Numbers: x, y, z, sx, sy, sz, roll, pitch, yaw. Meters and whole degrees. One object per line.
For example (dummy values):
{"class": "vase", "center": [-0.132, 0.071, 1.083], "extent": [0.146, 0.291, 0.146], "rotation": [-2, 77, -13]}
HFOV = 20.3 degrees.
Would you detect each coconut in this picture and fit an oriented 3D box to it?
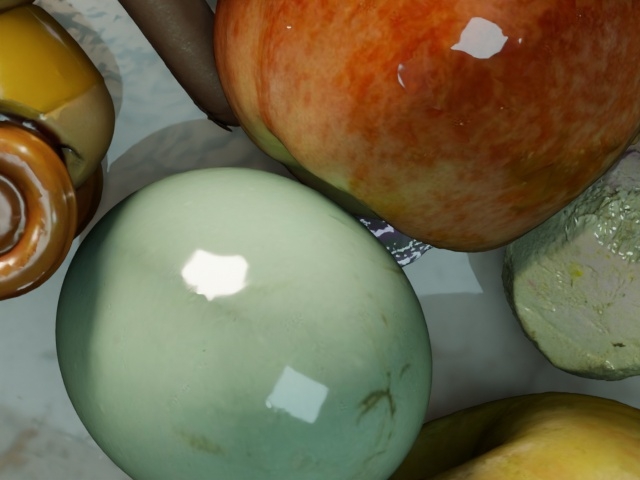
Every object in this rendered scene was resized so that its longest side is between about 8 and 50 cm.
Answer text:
{"class": "coconut", "center": [0.169, 0.007, 0.977], "extent": [0.116, 0.122, 0.116], "rotation": [14, 122, 24]}

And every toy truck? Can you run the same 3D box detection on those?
{"class": "toy truck", "center": [-0.227, -0.051, 0.887], "extent": [0.288, 0.204, 0.211], "rotation": [-27, 97, 2]}

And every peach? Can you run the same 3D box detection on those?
{"class": "peach", "center": [0.078, -0.124, 0.894], "extent": [0.232, 0.232, 0.256], "rotation": [32, 90, -9]}

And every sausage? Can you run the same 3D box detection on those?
{"class": "sausage", "center": [-0.079, -0.123, 0.926], "extent": [0.043, 0.043, 0.186], "rotation": [-35, 133, 1]}

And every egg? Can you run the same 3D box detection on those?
{"class": "egg", "center": [-0.038, 0.051, 0.874], "extent": [0.168, 0.231, 0.168], "rotation": [-9, 108, -27]}

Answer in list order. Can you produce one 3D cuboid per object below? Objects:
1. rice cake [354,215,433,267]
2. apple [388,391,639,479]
{"class": "rice cake", "center": [0.000, 0.000, 0.999], "extent": [0.207, 0.036, 0.047], "rotation": [-16, 106, -2]}
{"class": "apple", "center": [0.094, 0.212, 0.922], "extent": [0.286, 0.286, 0.233], "rotation": [-23, 94, -1]}
